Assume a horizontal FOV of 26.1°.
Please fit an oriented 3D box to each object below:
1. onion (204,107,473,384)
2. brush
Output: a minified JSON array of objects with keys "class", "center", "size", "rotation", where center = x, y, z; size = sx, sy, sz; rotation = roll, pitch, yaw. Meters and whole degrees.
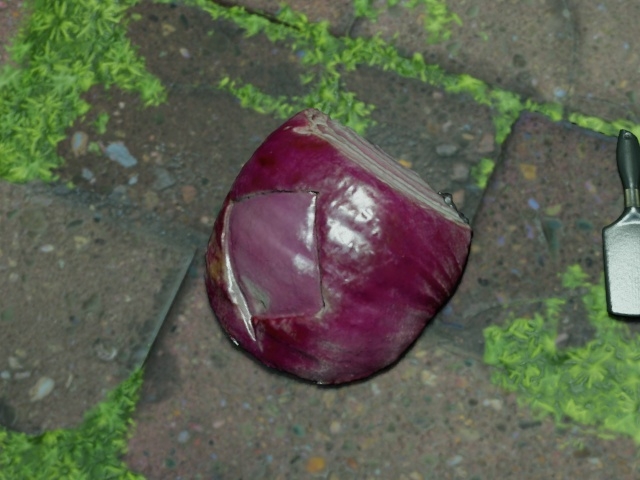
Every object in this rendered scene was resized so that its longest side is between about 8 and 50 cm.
[{"class":"onion","center":[0.000,0.000,1.320],"size":[0.250,0.111,0.247],"rotation":[36,79,17]},{"class":"brush","center":[0.300,-0.018,1.322],"size":[0.062,0.016,0.194],"rotation":[-2,71,9]}]
